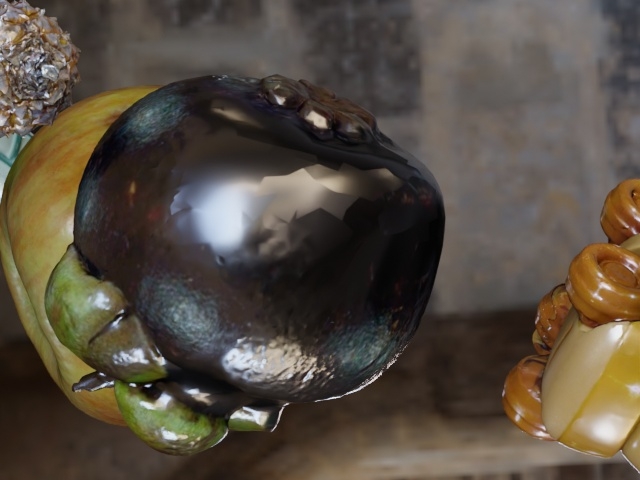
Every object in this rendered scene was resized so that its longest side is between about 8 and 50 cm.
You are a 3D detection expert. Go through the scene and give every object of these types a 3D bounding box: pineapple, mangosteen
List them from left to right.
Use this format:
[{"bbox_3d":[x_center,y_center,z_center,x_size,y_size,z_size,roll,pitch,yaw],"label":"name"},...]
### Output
[{"bbox_3d":[-0.209,-0.112,1.207,0.221,0.083,0.103,11,75,59],"label":"pineapple"},{"bbox_3d":[-0.048,0.015,1.140,0.243,0.243,0.243,-3,-90,-87],"label":"mangosteen"}]

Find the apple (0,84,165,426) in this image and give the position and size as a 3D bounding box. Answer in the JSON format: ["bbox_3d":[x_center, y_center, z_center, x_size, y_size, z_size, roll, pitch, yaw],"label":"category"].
[{"bbox_3d":[-0.116,0.005,1.485,0.264,0.264,0.264,-3,-90,-87],"label":"apple"}]

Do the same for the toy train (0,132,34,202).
[{"bbox_3d":[-0.324,-0.088,1.746,0.407,0.088,0.086,41,-135,-37],"label":"toy train"}]

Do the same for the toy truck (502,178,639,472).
[{"bbox_3d":[0.300,0.099,1.781,0.204,0.212,0.288,-64,-8,33],"label":"toy truck"}]
